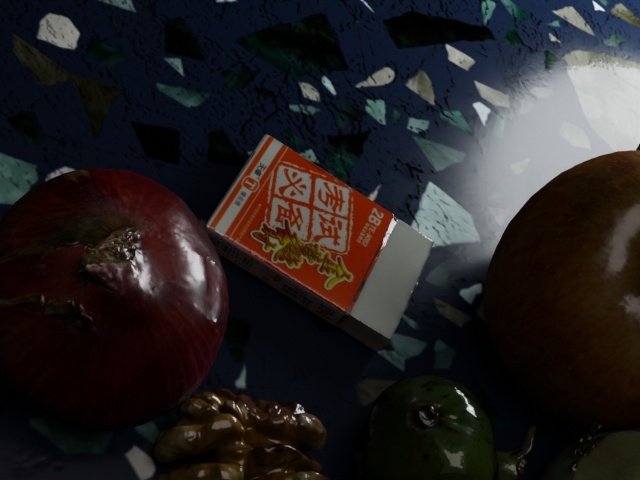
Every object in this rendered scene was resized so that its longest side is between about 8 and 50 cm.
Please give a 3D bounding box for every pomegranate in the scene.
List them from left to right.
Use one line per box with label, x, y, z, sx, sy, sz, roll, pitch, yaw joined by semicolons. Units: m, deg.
pomegranate;0.133;0.215;1.015;0.191;0.131;0.152;26;47;-20

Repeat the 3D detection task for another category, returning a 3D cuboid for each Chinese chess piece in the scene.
Chinese chess piece;0.319;0.305;1.074;0.237;0.092;0.238;13;55;-19

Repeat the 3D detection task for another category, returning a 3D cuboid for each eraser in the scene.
eraser;0.000;0.000;1.145;0.230;0.038;0.157;32;50;-5

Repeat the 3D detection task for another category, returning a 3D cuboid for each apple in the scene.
apple;0.333;0.044;1.154;0.277;0.250;0.309;17;55;-18

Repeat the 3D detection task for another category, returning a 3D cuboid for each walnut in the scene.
walnut;-0.065;0.198;0.960;0.170;0.069;0.143;4;59;-23

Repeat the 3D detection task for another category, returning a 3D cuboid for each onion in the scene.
onion;-0.188;0.047;0.950;0.248;0.161;0.248;21;58;-39

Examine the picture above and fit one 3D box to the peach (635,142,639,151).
peach;0.505;-0.056;1.334;0.230;0.231;0.231;14;54;-19
